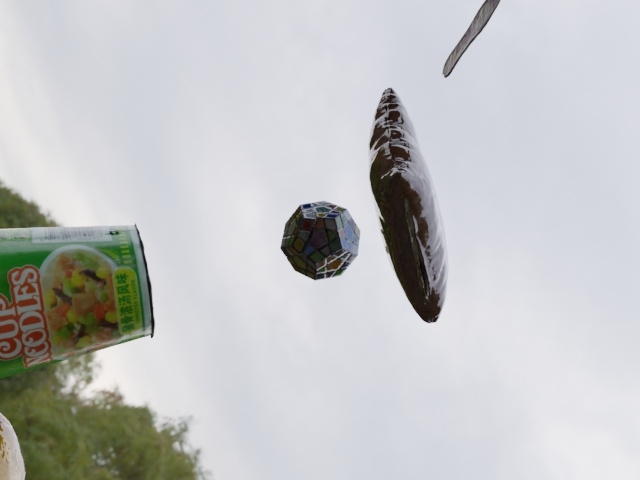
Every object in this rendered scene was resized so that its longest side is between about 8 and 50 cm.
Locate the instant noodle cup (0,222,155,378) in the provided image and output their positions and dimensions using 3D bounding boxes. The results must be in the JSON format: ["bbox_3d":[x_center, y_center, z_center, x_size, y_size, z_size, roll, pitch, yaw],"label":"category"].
[{"bbox_3d":[-0.331,0.062,1.121,0.207,0.232,0.207,170,-90,-74],"label":"instant noodle cup"}]

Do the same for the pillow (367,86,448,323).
[{"bbox_3d":[0.146,-0.066,1.565,0.305,0.108,0.308,-92,169,-54],"label":"pillow"}]

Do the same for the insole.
[{"bbox_3d":[0.252,-0.347,1.529,0.197,0.004,0.065,125,-21,-47],"label":"insole"}]

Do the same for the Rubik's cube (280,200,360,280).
[{"bbox_3d":[0.000,0.000,1.244,0.111,0.093,0.111,-50,-155,34],"label":"Rubik's cube"}]

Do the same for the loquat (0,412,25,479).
[{"bbox_3d":[-0.411,0.236,0.956,0.187,0.176,0.234,34,-18,0],"label":"loquat"}]
